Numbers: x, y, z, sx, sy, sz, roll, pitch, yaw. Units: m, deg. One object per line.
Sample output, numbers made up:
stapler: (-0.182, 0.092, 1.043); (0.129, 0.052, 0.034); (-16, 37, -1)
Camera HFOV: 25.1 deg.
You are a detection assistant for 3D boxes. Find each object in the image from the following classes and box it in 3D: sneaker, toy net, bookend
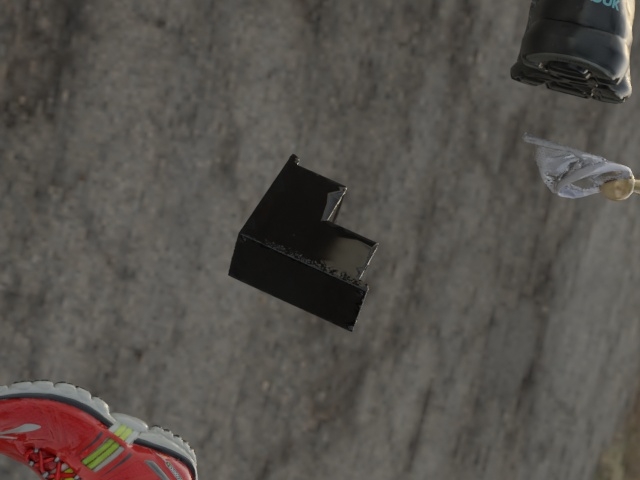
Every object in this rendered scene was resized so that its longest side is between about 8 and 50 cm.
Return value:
sneaker: (-0.239, 0.225, 1.432); (0.279, 0.107, 0.118); (24, 48, -29)
toy net: (0.262, -0.025, 1.114); (0.122, 0.232, 0.045); (-71, -179, -85)
sneaker: (0.211, -0.170, 1.132); (0.267, 0.101, 0.106); (-4, 107, -86)
bookend: (0.000, 0.000, 1.638); (0.072, 0.156, 0.157); (108, 9, -45)
